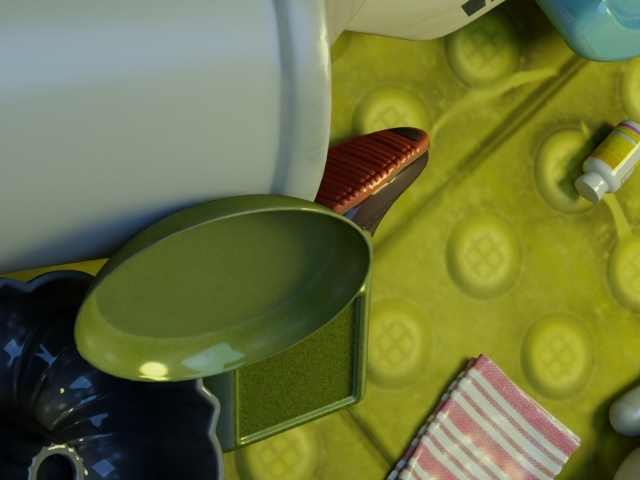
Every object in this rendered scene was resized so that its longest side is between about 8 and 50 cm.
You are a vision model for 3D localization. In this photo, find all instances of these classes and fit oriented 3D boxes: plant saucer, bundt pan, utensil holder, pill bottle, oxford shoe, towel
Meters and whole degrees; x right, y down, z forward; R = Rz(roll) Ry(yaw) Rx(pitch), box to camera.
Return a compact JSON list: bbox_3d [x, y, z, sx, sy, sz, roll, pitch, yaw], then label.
[{"bbox_3d":[-0.079,0.032,1.508,0.241,0.241,0.037,-6,57,-25],"label":"plant saucer"},{"bbox_3d":[-0.245,0.186,1.571,0.331,0.124,0.331,0,90,-39],"label":"bundt pan"},{"bbox_3d":[-0.231,-0.136,1.498,0.385,0.327,0.327,-8,93,-23],"label":"utensil holder"},{"bbox_3d":[0.285,-0.076,1.889,0.083,0.043,0.043,-46,107,-19],"label":"pill bottle"},{"bbox_3d":[-0.028,0.101,1.684,0.188,0.045,0.188,-19,132,-24],"label":"plant saucer"},{"bbox_3d":[0.000,0.000,1.740,0.271,0.097,0.098,-39,122,-14],"label":"oxford shoe"},{"bbox_3d":[0.146,0.225,1.828,0.144,0.029,0.197,41,73,-18],"label":"towel"}]

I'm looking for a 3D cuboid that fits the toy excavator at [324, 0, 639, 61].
[{"bbox_3d":[0.212,-0.264,1.744,0.445,0.222,0.433,-38,150,9],"label":"toy excavator"}]

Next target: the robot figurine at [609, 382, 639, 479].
[{"bbox_3d":[0.418,0.234,1.861,0.353,0.200,0.300,-36,64,-22],"label":"robot figurine"}]
